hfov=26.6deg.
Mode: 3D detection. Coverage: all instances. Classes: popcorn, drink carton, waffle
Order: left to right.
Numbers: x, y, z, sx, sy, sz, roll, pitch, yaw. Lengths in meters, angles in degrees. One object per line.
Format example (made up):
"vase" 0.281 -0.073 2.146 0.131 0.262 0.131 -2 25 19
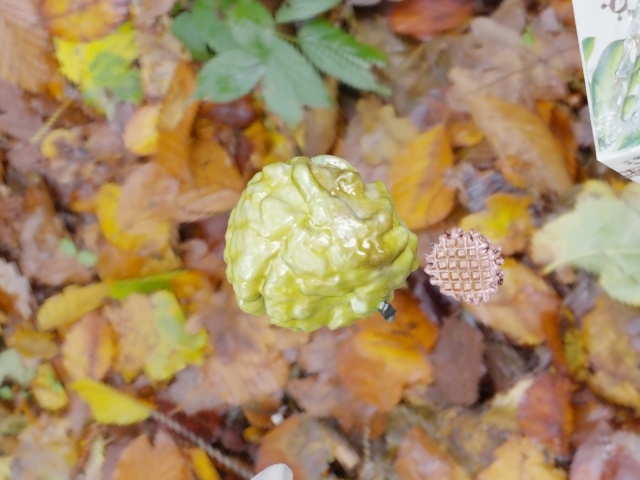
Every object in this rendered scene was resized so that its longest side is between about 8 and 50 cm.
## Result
"popcorn" 0.004 0.008 1.162 0.142 0.173 0.174 -133 44 -54
"waffle" 0.145 0.025 1.358 0.083 0.029 0.075 34 117 15
"drink carton" 0.348 -0.239 1.287 0.194 0.132 0.325 -15 72 32

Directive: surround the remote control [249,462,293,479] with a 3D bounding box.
"remote control" -0.119 0.280 0.991 0.277 0.103 0.055 -38 105 13
